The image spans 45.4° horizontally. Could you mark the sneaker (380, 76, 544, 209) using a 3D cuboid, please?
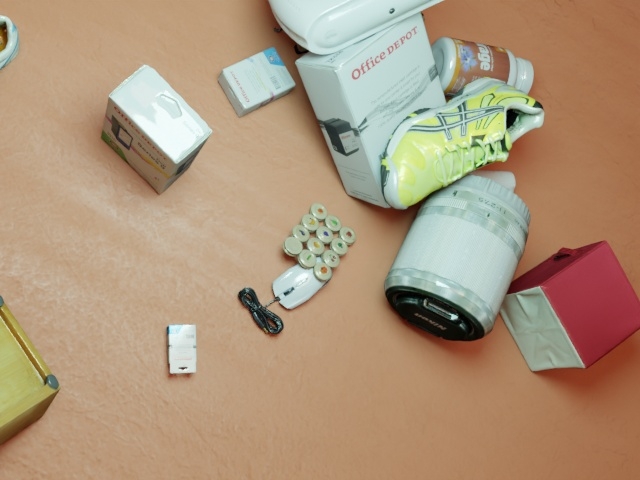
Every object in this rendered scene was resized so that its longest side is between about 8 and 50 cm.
[{"bbox_3d":[0.263,-0.187,1.419,0.384,0.147,0.145,-40,130,-24],"label":"sneaker"}]

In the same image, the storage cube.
[{"bbox_3d":[0.504,0.137,1.564,0.193,0.183,0.215,-29,90,-23],"label":"storage cube"}]

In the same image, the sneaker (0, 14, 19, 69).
[{"bbox_3d":[-0.595,-0.286,1.284,0.087,0.092,0.229,33,70,-13],"label":"sneaker"}]

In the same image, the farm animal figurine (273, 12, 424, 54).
[{"bbox_3d":[0.062,-0.491,1.538,0.326,0.172,0.330,-34,91,-24],"label":"farm animal figurine"}]

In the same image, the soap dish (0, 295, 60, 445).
[{"bbox_3d":[-0.523,0.201,1.103,0.118,0.291,0.229,-33,91,14],"label":"soap dish"}]

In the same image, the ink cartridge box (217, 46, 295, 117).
[{"bbox_3d":[-0.126,-0.308,1.491,0.122,0.052,0.089,-30,90,-25],"label":"ink cartridge box"}]

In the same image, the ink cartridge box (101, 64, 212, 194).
[{"bbox_3d":[-0.286,-0.184,1.314,0.154,0.212,0.093,45,67,-7],"label":"ink cartridge box"}]

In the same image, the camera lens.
[{"bbox_3d":[0.263,0.039,1.473,0.219,0.219,0.274,32,69,-12],"label":"camera lens"}]

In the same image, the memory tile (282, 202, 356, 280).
[{"bbox_3d":[0.000,0.000,1.467,0.113,0.012,0.148,40,50,-5],"label":"memory tile"}]

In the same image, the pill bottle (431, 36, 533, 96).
[{"bbox_3d":[0.342,-0.361,1.646,0.216,0.121,0.121,4,77,-20],"label":"pill bottle"}]

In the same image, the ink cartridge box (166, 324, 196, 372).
[{"bbox_3d":[-0.245,0.191,1.347,0.048,0.028,0.083,2,77,-21],"label":"ink cartridge box"}]

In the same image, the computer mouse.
[{"bbox_3d":[-0.052,0.087,1.437,0.193,0.042,0.106,-37,92,-24],"label":"computer mouse"}]

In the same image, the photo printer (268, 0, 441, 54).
[{"bbox_3d":[0.055,-0.471,1.361,0.307,0.107,0.256,-25,53,0],"label":"photo printer"}]

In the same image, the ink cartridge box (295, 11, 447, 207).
[{"bbox_3d":[0.115,-0.256,1.453,0.223,0.129,0.308,-41,128,-23],"label":"ink cartridge box"}]

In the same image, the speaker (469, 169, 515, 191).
[{"bbox_3d":[0.345,-0.123,1.630,0.136,0.055,0.055,0,78,-22],"label":"speaker"}]
